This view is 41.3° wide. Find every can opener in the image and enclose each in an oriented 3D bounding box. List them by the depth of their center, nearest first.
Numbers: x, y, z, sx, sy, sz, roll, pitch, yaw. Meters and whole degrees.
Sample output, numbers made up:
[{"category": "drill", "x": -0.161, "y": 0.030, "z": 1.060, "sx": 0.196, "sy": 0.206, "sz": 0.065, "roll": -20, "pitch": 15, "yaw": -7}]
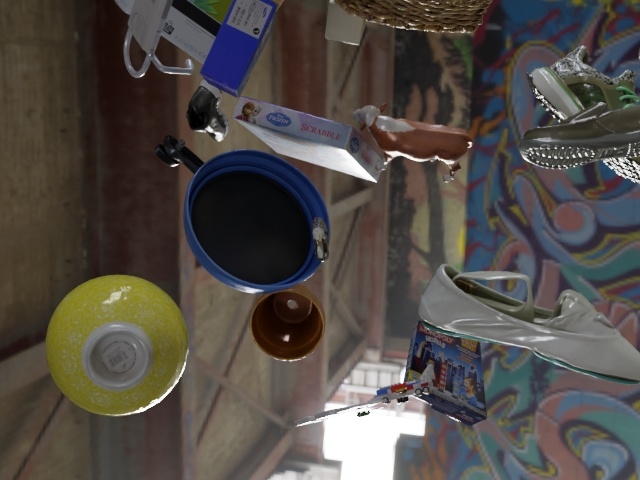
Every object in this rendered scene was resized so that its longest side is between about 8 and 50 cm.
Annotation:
[{"category": "can opener", "x": -0.342, "y": -0.208, "z": 2.215, "sx": 0.186, "sy": 0.073, "sz": 0.059, "roll": 35, "pitch": -129, "yaw": -29}]

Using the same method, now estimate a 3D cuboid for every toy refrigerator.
[{"category": "toy refrigerator", "x": 0.086, "y": -0.593, "z": 2.040, "sx": 0.102, "sy": 0.094, "sz": 0.269, "roll": 98, "pitch": -175, "yaw": -48}]

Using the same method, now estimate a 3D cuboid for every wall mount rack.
[{"category": "wall mount rack", "x": -0.337, "y": -0.534, "z": 1.836, "sx": 0.130, "sy": 0.304, "sz": 0.350, "roll": -5, "pitch": -41, "yaw": -39}]

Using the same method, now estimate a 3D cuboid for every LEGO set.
[{"category": "LEGO set", "x": 0.094, "y": 0.287, "z": 1.562, "sx": 0.244, "sy": 0.182, "sz": 0.060, "roll": -2, "pitch": -109, "yaw": -37}]

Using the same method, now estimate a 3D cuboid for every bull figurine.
[{"category": "bull figurine", "x": 0.226, "y": -0.248, "z": 2.150, "sx": 0.188, "sy": 0.310, "sz": 0.101, "roll": 90, "pitch": -165, "yaw": -63}]

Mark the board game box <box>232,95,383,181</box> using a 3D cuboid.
[{"category": "board game box", "x": -0.023, "y": -0.261, "z": 2.218, "sx": 0.065, "sy": 0.319, "sz": 0.318, "roll": -70, "pitch": -20, "yaw": -4}]

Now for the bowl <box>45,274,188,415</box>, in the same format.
[{"category": "bowl", "x": -0.398, "y": 0.218, "z": 1.668, "sx": 0.156, "sy": 0.290, "sz": 0.289, "roll": -164, "pitch": 77, "yaw": -77}]

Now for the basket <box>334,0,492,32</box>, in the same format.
[{"category": "basket", "x": 0.195, "y": -0.510, "z": 1.786, "sx": 0.223, "sy": 0.299, "sz": 0.213, "roll": 124, "pitch": 142, "yaw": -57}]

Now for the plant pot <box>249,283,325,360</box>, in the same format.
[{"category": "plant pot", "x": -0.084, "y": 0.206, "z": 2.370, "sx": 0.188, "sy": 0.205, "sz": 0.205, "roll": -76, "pitch": -13, "yaw": -75}]

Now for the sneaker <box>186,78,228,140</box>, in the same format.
[{"category": "sneaker", "x": -0.296, "y": -0.310, "z": 2.164, "sx": 0.106, "sy": 0.078, "sz": 0.234, "roll": -52, "pitch": -15, "yaw": -20}]

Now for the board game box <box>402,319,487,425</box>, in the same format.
[{"category": "board game box", "x": 0.259, "y": 0.252, "z": 1.746, "sx": 0.060, "sy": 0.194, "sz": 0.194, "roll": -42, "pitch": 26, "yaw": 50}]

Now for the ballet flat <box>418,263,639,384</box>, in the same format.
[{"category": "ballet flat", "x": 0.364, "y": 0.130, "z": 1.431, "sx": 0.139, "sy": 0.400, "sz": 0.139, "roll": 15, "pitch": -90, "yaw": -73}]

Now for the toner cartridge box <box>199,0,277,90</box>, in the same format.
[{"category": "toner cartridge box", "x": -0.152, "y": -0.361, "z": 1.594, "sx": 0.165, "sy": 0.075, "sz": 0.348, "roll": -63, "pitch": 8, "yaw": 5}]

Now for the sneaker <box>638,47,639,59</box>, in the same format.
[{"category": "sneaker", "x": 0.749, "y": -0.410, "z": 1.897, "sx": 0.092, "sy": 0.088, "sz": 0.225, "roll": 59, "pitch": -164, "yaw": 1}]

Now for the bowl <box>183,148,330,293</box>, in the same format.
[{"category": "bowl", "x": -0.164, "y": -0.046, "z": 2.162, "sx": 0.077, "sy": 0.391, "sz": 0.391, "roll": -45, "pitch": 27, "yaw": 54}]

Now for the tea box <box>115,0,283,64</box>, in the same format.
[{"category": "tea box", "x": -0.309, "y": -0.661, "z": 2.237, "sx": 0.323, "sy": 0.329, "sz": 0.220, "roll": -55, "pitch": 32, "yaw": 9}]

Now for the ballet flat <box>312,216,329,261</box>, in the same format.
[{"category": "ballet flat", "x": 0.000, "y": 0.000, "z": 2.091, "sx": 0.041, "sy": 0.041, "sz": 0.114, "roll": -49, "pitch": -47, "yaw": -66}]

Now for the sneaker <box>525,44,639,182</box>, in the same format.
[{"category": "sneaker", "x": 0.634, "y": -0.288, "z": 1.843, "sx": 0.182, "sy": 0.410, "sz": 0.158, "roll": -44, "pitch": -29, "yaw": 10}]

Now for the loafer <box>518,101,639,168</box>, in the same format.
[{"category": "loafer", "x": 0.465, "y": -0.185, "z": 1.466, "sx": 0.094, "sy": 0.251, "sz": 0.087, "roll": 86, "pitch": 179, "yaw": -68}]
